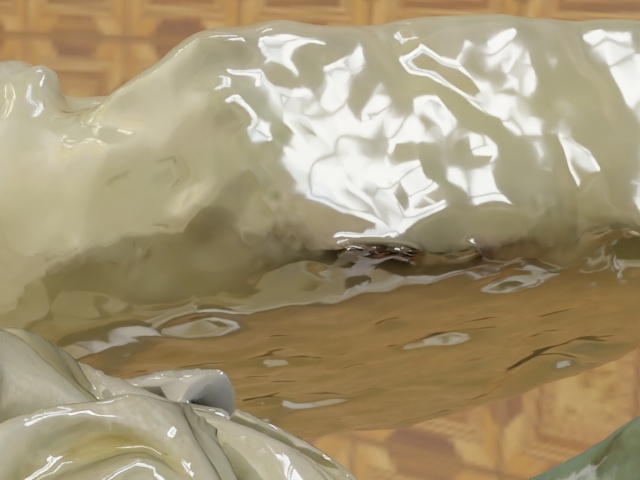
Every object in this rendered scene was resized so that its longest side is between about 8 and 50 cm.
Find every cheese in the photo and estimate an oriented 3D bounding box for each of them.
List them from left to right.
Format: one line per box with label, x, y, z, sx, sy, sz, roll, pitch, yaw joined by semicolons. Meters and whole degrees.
cheese;0.000;0.000;0.734;0.326;0.318;0.115;-18;71;26

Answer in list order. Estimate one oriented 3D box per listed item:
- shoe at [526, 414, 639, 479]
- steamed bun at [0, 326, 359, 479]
shoe;0.101;0.108;0.485;0.251;0.100;0.103;107;163;-65
steamed bun;-0.063;0.109;0.492;0.218;0.211;0.144;34;139;1
